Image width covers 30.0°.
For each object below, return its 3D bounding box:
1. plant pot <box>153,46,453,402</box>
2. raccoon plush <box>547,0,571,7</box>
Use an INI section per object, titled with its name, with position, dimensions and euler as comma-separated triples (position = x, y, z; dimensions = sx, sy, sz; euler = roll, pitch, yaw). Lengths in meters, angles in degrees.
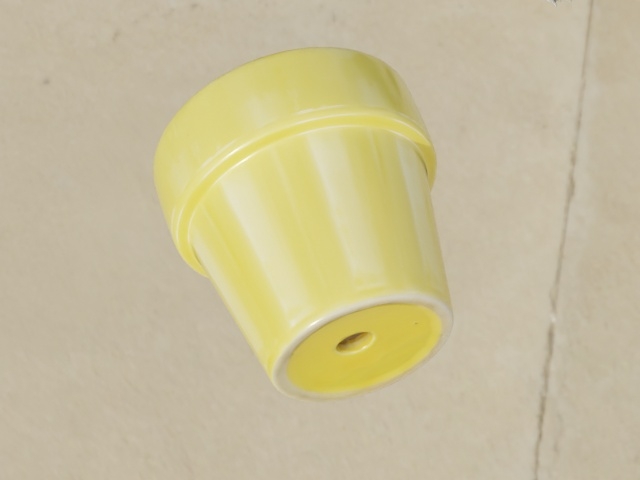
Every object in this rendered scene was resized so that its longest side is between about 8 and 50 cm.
[plant pot]
position = 0.000, 0.000, 1.057
dimensions = 0.254, 0.254, 0.239
euler = -16, 56, -7
[raccoon plush]
position = 0.258, -0.388, 1.007
dimensions = 0.216, 0.446, 0.299
euler = 23, 82, -9
